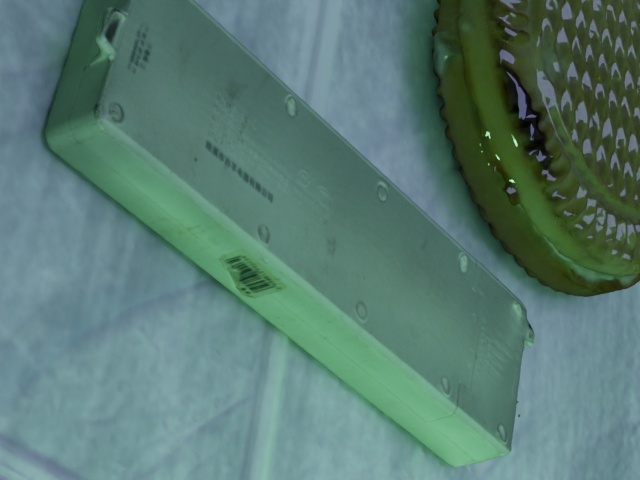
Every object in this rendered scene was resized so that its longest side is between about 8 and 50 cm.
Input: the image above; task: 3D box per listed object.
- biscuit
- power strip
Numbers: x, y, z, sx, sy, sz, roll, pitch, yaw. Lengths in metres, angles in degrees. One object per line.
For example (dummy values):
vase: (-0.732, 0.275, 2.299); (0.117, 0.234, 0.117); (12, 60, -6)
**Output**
biscuit: (0.158, -0.087, 1.221); (0.259, 0.079, 0.259); (24, 58, -46)
power strip: (0.000, 0.000, 1.011); (0.367, 0.043, 0.106); (41, 47, -36)
